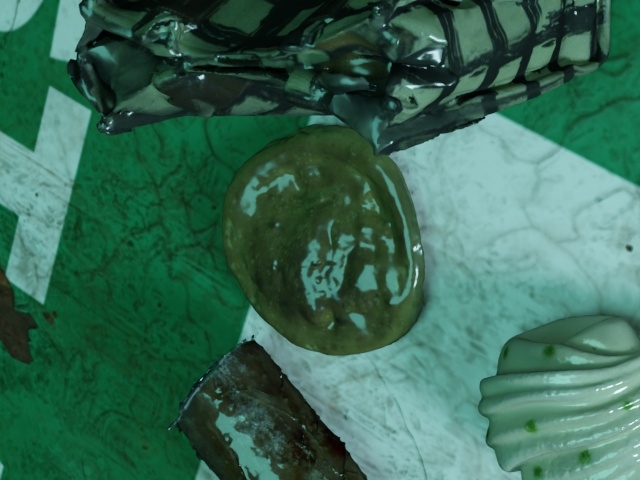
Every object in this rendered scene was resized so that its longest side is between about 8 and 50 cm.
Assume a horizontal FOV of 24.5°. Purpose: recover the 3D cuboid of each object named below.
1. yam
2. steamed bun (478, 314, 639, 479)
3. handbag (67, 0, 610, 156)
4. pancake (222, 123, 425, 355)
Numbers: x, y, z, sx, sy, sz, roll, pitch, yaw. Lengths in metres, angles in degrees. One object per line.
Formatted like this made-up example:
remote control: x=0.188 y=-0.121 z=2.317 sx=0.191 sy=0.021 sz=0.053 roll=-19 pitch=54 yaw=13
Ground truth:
yam: x=-0.026 y=0.238 z=1.447 sx=0.279 sy=0.131 sz=0.131 roll=50 pitch=124 yaw=14
steamed bun: x=0.218 y=0.153 z=1.263 sx=0.183 sy=0.106 sz=0.182 roll=10 pitch=107 yaw=35
handbag: x=0.023 y=-0.169 z=1.185 sx=0.325 sy=0.327 sz=0.162 roll=4 pitch=108 yaw=36
pancake: x=0.000 y=0.000 z=1.412 sx=0.242 sy=0.050 sz=0.241 roll=9 pitch=107 yaw=32
